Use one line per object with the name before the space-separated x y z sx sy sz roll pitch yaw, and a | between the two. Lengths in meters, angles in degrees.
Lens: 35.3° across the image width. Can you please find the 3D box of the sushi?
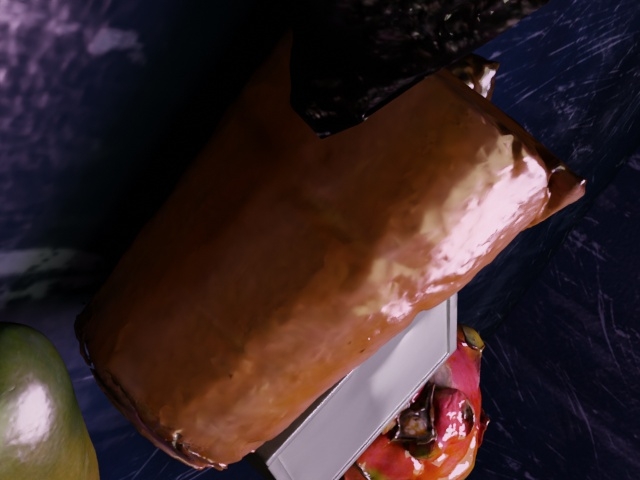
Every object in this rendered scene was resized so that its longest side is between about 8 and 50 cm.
sushi | 0.037 -0.163 0.394 0.172 0.150 0.153 -14 -145 56

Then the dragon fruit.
dragon fruit | 0.078 0.187 1.107 0.224 0.224 0.227 -42 159 -26

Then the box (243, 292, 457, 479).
box | 0.005 0.105 0.898 0.225 0.117 0.225 -46 157 -14

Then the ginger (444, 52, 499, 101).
ginger | 0.013 -0.006 0.744 0.309 0.107 0.133 -47 135 -9

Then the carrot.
carrot | 0.000 0.000 0.592 0.254 0.196 0.196 -49 163 11

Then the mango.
mango | -0.191 0.140 0.558 0.137 0.091 0.237 -47 157 -30
